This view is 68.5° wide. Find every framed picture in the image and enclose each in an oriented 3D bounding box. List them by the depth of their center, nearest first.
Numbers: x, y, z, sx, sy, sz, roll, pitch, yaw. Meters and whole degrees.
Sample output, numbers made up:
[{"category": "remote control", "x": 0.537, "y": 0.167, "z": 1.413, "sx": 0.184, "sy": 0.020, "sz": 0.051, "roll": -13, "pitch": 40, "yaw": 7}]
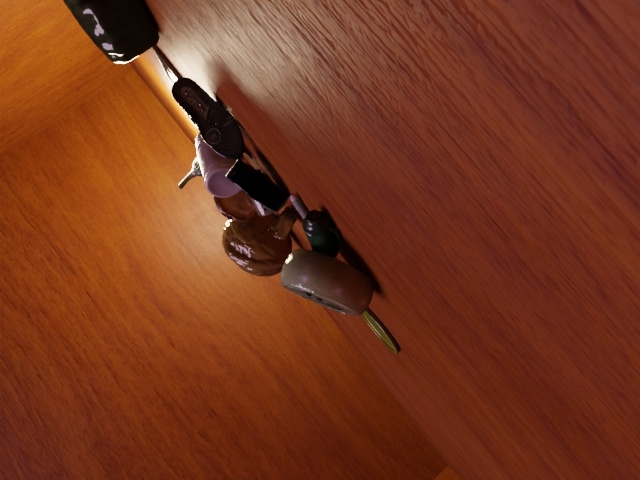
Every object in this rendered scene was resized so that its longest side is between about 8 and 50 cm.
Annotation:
[{"category": "framed picture", "x": -0.538, "y": -0.598, "z": 1.825, "sx": 0.289, "sy": 0.020, "sz": 0.211, "roll": 52, "pitch": 171, "yaw": 6}]

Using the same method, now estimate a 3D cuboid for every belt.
[{"category": "belt", "x": -0.187, "y": -0.163, "z": 1.415, "sx": 0.198, "sy": 0.078, "sz": 0.151, "roll": 35, "pitch": -175, "yaw": -21}]

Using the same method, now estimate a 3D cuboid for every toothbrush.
[{"category": "toothbrush", "x": 0.002, "y": -0.002, "z": 1.383, "sx": 0.025, "sy": 0.030, "sz": 0.342, "roll": 31, "pitch": 156, "yaw": 56}]

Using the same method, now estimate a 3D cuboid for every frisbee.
[{"category": "frisbee", "x": 0.199, "y": 0.305, "z": 1.664, "sx": 0.236, "sy": 0.017, "sz": 0.236, "roll": 51, "pitch": 172, "yaw": 9}]

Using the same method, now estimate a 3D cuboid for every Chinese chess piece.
[{"category": "Chinese chess piece", "x": 0.016, "y": 0.114, "z": 1.240, "sx": 0.250, "sy": 0.101, "sz": 0.250, "roll": 22, "pitch": 167, "yaw": 5}]

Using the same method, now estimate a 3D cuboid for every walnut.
[{"category": "walnut", "x": -0.273, "y": 0.010, "z": 2.080, "sx": 0.333, "sy": 0.333, "sz": 0.333, "roll": 50, "pitch": 172, "yaw": 10}]

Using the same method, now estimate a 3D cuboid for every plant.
[{"category": "plant", "x": -0.605, "y": -0.413, "z": 2.423, "sx": 0.306, "sy": 0.297, "sz": 0.261, "roll": -19, "pitch": -79, "yaw": -83}]

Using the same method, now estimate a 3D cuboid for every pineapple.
[{"category": "pineapple", "x": -0.115, "y": -0.068, "z": 1.555, "sx": 0.069, "sy": 0.116, "sz": 0.137, "roll": 31, "pitch": -144, "yaw": -4}]

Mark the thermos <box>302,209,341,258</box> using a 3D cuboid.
[{"category": "thermos", "x": 0.002, "y": -0.013, "z": 1.185, "sx": 0.083, "sy": 0.073, "sz": 0.188, "roll": 49, "pitch": 171, "yaw": 27}]

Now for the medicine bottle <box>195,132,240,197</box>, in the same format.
[{"category": "medicine bottle", "x": -0.349, "y": -0.272, "z": 1.610, "sx": 0.250, "sy": 0.133, "sz": 0.133, "roll": 65, "pitch": -178, "yaw": 39}]

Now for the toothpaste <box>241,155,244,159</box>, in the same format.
[{"category": "toothpaste", "x": -0.290, "y": -0.331, "z": 1.560, "sx": 0.057, "sy": 0.034, "sz": 0.197, "roll": 60, "pitch": 177, "yaw": 16}]

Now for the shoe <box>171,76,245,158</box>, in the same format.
[{"category": "shoe", "x": -0.316, "y": -0.352, "z": 1.410, "sx": 0.293, "sy": 0.109, "sz": 0.149, "roll": 49, "pitch": -178, "yaw": 6}]

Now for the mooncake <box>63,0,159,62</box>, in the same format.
[{"category": "mooncake", "x": -0.654, "y": -0.711, "z": 1.407, "sx": 0.351, "sy": 0.187, "sz": 0.351, "roll": 48, "pitch": 172, "yaw": 9}]

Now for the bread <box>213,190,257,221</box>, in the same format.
[{"category": "bread", "x": -0.302, "y": -0.169, "z": 1.763, "sx": 0.199, "sy": 0.199, "sz": 0.104, "roll": 53, "pitch": 175, "yaw": -11}]

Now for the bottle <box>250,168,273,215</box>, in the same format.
[{"category": "bottle", "x": -0.198, "y": -0.168, "z": 1.576, "sx": 0.152, "sy": 0.099, "sz": 0.099, "roll": 65, "pitch": 167, "yaw": -22}]
